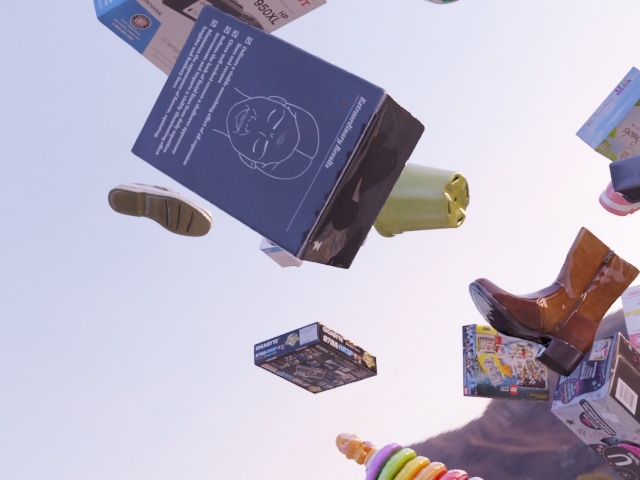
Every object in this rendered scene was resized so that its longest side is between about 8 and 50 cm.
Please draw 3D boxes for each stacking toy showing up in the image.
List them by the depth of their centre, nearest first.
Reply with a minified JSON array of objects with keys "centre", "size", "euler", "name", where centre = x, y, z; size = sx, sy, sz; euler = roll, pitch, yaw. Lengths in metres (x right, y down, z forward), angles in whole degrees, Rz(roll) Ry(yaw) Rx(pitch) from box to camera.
[{"centre":[0.150,0.460,1.524],"size":[0.175,0.301,0.166],"euler":[6,-69,-57],"name":"stacking toy"}]

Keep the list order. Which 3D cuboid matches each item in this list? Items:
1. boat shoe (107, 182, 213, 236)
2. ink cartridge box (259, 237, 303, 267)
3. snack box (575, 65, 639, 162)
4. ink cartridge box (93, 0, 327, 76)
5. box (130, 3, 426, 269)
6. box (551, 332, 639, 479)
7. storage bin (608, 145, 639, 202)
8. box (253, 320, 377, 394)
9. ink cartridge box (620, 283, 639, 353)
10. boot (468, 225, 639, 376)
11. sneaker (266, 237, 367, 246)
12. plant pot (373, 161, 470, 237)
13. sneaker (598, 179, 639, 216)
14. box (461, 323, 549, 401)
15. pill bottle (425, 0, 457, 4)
[{"centre":[-0.426,-0.100,2.162],"size":[0.103,0.302,0.113],"euler":[-55,-18,-61],"name":"boat shoe"},{"centre":[-0.114,0.022,2.568],"size":[0.089,0.092,0.143],"euler":[-9,-38,36],"name":"ink cartridge box"},{"centre":[0.650,-0.241,1.622],"size":[0.207,0.070,0.174],"euler":[17,-61,-43],"name":"snack box"},{"centre":[-0.225,-0.530,1.608],"size":[0.394,0.166,0.285],"euler":[-24,-25,17],"name":"ink cartridge box"},{"centre":[-0.073,-0.176,1.356],"size":[0.294,0.395,0.212],"euler":[-61,-26,6],"name":"box"},{"centre":[0.593,0.333,1.542],"size":[0.142,0.247,0.163],"euler":[-34,20,46],"name":"box"},{"centre":[0.591,-0.129,1.419],"size":[0.135,0.098,0.091],"euler":[-14,-12,40],"name":"storage bin"},{"centre":[-0.008,0.257,1.682],"size":[0.175,0.051,0.220],"euler":[-23,-39,30],"name":"box"},{"centre":[0.804,0.176,1.916],"size":[0.115,0.198,0.067],"euler":[-18,-39,26],"name":"ink cartridge box"},{"centre":[0.459,0.079,1.537],"size":[0.280,0.264,0.096],"euler":[-52,-9,-17],"name":"boot"},{"centre":[0.000,0.000,2.221],"size":[0.330,0.122,0.146],"euler":[-10,-54,-22],"name":"sneaker"},{"centre":[0.332,-0.136,2.534],"size":[0.276,0.253,0.276],"euler":[-11,-76,-53],"name":"plant pot"},{"centre":[0.880,-0.165,2.048],"size":[0.313,0.116,0.136],"euler":[-21,-38,-18],"name":"sneaker"},{"centre":[0.423,0.281,1.788],"size":[0.233,0.159,0.044],"euler":[11,-17,-31],"name":"box"},{"centre":[0.279,-0.739,1.880],"size":[0.204,0.204,0.361],"euler":[-38,-19,5],"name":"pill bottle"}]
